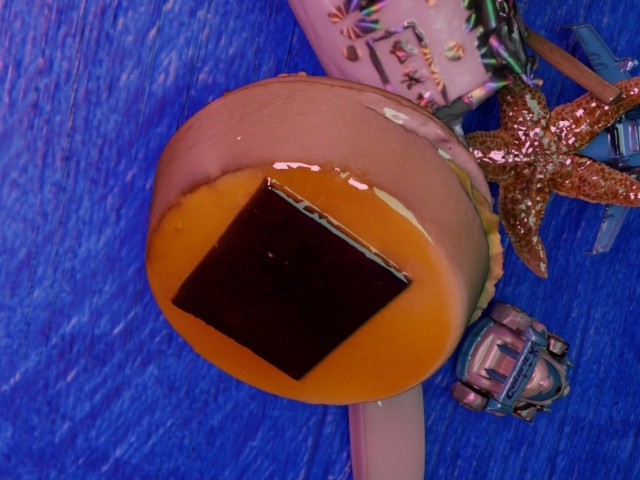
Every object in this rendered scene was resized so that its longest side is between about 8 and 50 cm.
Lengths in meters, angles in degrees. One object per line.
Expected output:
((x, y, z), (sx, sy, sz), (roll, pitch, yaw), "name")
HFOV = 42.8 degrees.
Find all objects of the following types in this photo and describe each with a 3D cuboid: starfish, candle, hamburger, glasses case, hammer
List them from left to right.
((0.000, 0.000, 0.682), (0.300, 0.300, 0.176), (50, 37, -26), "hamburger")
((0.072, 0.205, 0.881), (0.081, 0.051, 0.204), (-8, 106, -22), "glasses case")
((0.080, -0.188, 0.716), (0.187, 0.187, 0.330), (-37, 117, -13), "candle")
((0.204, -0.188, 0.784), (0.062, 0.199, 0.013), (-38, 150, -10), "hammer")
((0.218, -0.080, 0.817), (0.277, 0.062, 0.236), (-20, 97, 15), "starfish")

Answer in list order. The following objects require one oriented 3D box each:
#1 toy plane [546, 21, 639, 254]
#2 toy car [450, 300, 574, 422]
((0.336, -0.117, 0.904), (0.271, 0.105, 0.254), (-13, 102, -18), "toy plane")
((0.237, 0.156, 0.922), (0.161, 0.098, 0.126), (28, 92, -26), "toy car")
